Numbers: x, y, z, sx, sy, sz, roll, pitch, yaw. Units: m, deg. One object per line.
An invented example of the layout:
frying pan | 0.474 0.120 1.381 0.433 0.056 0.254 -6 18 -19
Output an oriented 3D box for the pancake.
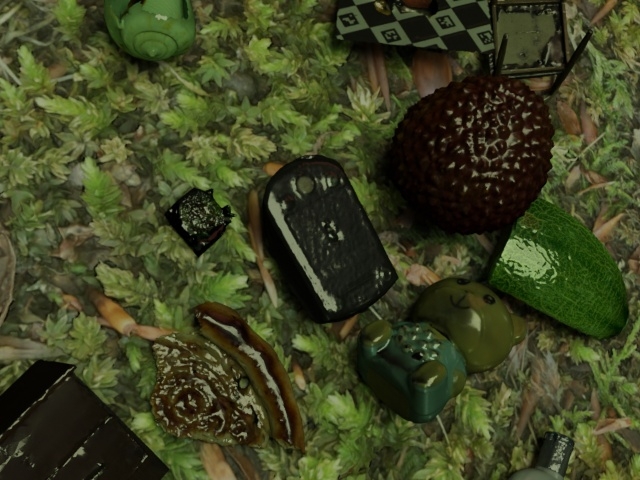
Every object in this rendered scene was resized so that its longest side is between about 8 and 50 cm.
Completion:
pancake | -0.131 0.204 1.239 0.257 0.056 0.212 16 69 -19

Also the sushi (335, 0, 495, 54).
sushi | 0.172 -0.449 1.548 0.294 0.059 0.292 6 59 -7

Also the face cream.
face cream | 0.361 0.463 1.371 0.144 0.071 0.291 34 64 -12

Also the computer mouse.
computer mouse | 0.000 0.000 1.332 0.170 0.100 0.269 -27 91 -25

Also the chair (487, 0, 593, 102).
chair | 0.403 -0.391 1.569 0.166 0.272 0.188 -2 73 6

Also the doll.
doll | 0.199 0.166 1.334 0.261 0.161 0.177 -36 52 -27

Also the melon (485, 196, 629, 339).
melon | 0.456 0.073 1.499 0.323 0.124 0.196 32 72 -11

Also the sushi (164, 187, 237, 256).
sushi | -0.188 -0.036 1.288 0.083 0.056 0.084 43 64 2

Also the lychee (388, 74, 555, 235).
lychee | 0.257 -0.144 1.401 0.276 0.304 0.275 28 32 -20

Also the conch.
conch | -0.279 -0.397 1.304 0.144 0.137 0.250 -6 78 -24

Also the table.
table | -0.334 0.281 1.042 0.169 0.172 0.193 -47 110 -27
